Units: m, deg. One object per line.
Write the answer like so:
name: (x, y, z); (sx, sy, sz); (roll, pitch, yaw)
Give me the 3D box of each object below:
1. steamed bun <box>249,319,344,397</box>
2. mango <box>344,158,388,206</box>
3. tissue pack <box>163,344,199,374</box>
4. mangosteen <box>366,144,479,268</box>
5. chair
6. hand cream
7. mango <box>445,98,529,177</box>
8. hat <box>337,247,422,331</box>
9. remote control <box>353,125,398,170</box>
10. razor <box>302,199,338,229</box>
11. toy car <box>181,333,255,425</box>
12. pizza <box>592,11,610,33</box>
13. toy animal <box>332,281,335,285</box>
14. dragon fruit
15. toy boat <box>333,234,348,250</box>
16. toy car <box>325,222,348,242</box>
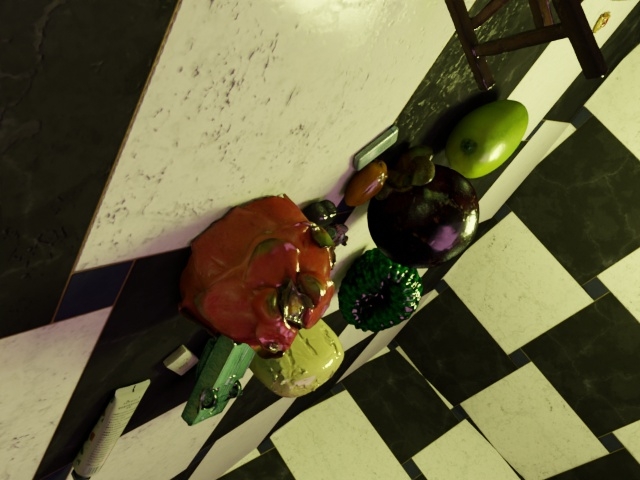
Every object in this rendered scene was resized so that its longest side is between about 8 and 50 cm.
steamed bun: (-0.080, 0.325, 1.488); (0.273, 0.232, 0.166); (-24, 146, -45)
mango: (0.101, -0.124, 1.198); (0.127, 0.063, 0.077); (-49, 168, 9)
tissue pack: (-0.310, 0.269, 1.207); (0.056, 0.023, 0.108); (-41, 160, -12)
mangosteen: (0.243, -0.073, 1.319); (0.288, 0.288, 0.288); (-39, 160, -17)
chair: (0.278, -0.446, 0.760); (0.203, 0.416, 0.241); (-41, -155, -10)
hand cream: (-0.455, 0.407, 1.151); (0.276, 0.059, 0.095); (-56, 158, 15)
mango: (0.464, -0.286, 1.478); (0.343, 0.156, 0.192); (-33, 159, -35)
hat: (0.197, 0.124, 1.740); (0.274, 0.242, 0.332); (-29, -168, 23)
remote control: (0.119, -0.196, 1.153); (0.124, 0.018, 0.053); (-40, 162, -15)
razor: (-0.025, -0.020, 1.159); (0.090, 0.054, 0.148); (-18, 148, -53)
toy car: (-0.224, 0.285, 1.284); (0.320, 0.097, 0.141); (-63, 158, 9)
pizza: (0.925, -0.716, 1.756); (0.078, 0.025, 0.083); (-42, 160, -2)
toy animal: (-0.057, 0.099, 1.262); (0.188, 0.089, 0.179); (-15, 140, -9)
dragon fruit: (-0.090, 0.087, 0.988); (0.305, 0.226, 0.305); (-41, 159, -19)
toy boat: (0.010, 0.029, 1.342); (0.149, 0.049, 0.047); (-36, 158, -26)
toy car: (0.000, 0.000, 1.255); (0.142, 0.055, 0.069); (-36, 163, 16)
